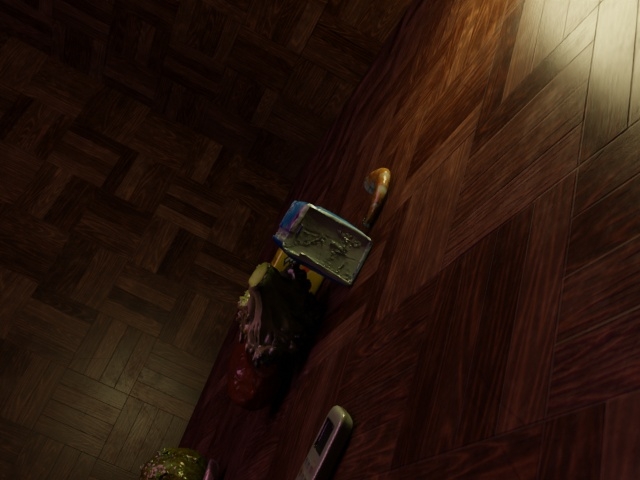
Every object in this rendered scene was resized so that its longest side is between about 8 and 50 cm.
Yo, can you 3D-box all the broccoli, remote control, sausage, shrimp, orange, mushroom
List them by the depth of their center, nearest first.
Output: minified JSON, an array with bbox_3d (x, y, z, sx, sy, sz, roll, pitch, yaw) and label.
[{"bbox_3d":[-0.026,0.429,1.151,0.310,0.038,0.090,-63,9,-3],"label":"remote control"},{"bbox_3d":[-0.131,0.166,1.749,0.247,0.246,0.288,-30,33,1],"label":"broccoli"},{"bbox_3d":[0.138,-0.107,1.758,0.161,0.049,0.166,162,127,-75],"label":"shrimp"},{"bbox_3d":[-0.169,0.344,1.823,0.268,0.153,0.141,-81,9,-62],"label":"sausage"},{"bbox_3d":[-0.338,0.733,1.941,0.084,0.071,0.209,117,176,-54],"label":"mushroom"},{"bbox_3d":[-0.472,0.786,2.074,0.300,0.223,0.301,119,172,-50],"label":"orange"}]

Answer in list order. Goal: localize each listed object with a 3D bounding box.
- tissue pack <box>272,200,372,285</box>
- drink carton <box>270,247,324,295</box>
[{"bbox_3d":[0.000,0.000,1.715,0.146,0.198,0.263,-60,10,1],"label":"tissue pack"},{"bbox_3d":[-0.070,0.092,1.976,0.351,0.154,0.111,-62,9,9],"label":"drink carton"}]
